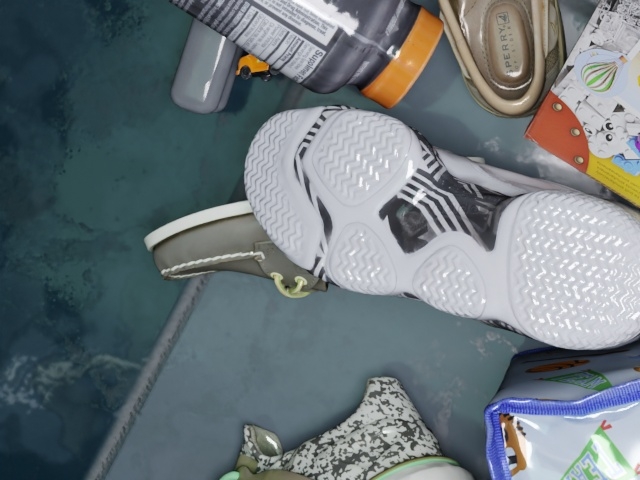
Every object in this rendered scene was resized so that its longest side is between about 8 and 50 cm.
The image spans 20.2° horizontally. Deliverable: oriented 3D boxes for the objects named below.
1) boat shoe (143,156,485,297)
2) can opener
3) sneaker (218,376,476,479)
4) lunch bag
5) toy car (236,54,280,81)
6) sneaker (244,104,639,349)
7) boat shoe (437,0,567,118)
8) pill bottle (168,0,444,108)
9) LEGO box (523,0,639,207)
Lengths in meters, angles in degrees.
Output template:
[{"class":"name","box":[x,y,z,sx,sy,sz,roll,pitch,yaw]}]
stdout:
[{"class":"boat shoe","box":[-0.001,0.000,1.545,0.305,0.109,0.091,-12,87,7]},{"class":"can opener","box":[-0.052,-0.239,1.556,0.093,0.074,0.280,24,98,7]},{"class":"sneaker","box":[-0.049,0.259,1.584,0.410,0.158,0.182,-30,57,13]},{"class":"lunch bag","box":[0.274,0.275,1.404,0.239,0.328,0.385,-10,90,13]},{"class":"toy car","box":[-0.013,-0.160,1.561,0.060,0.122,0.040,-5,88,53]},{"class":"sneaker","box":[0.123,-0.001,1.433,0.366,0.210,0.137,20,92,28]},{"class":"boat shoe","box":[0.136,-0.271,1.499,0.121,0.110,0.341,-16,91,11]},{"class":"pill bottle","box":[-0.021,-0.206,1.465,0.246,0.130,0.130,32,99,-9]},{"class":"LEGO box","box":[0.461,-0.116,1.319,0.500,0.193,0.372,32,137,7]}]
